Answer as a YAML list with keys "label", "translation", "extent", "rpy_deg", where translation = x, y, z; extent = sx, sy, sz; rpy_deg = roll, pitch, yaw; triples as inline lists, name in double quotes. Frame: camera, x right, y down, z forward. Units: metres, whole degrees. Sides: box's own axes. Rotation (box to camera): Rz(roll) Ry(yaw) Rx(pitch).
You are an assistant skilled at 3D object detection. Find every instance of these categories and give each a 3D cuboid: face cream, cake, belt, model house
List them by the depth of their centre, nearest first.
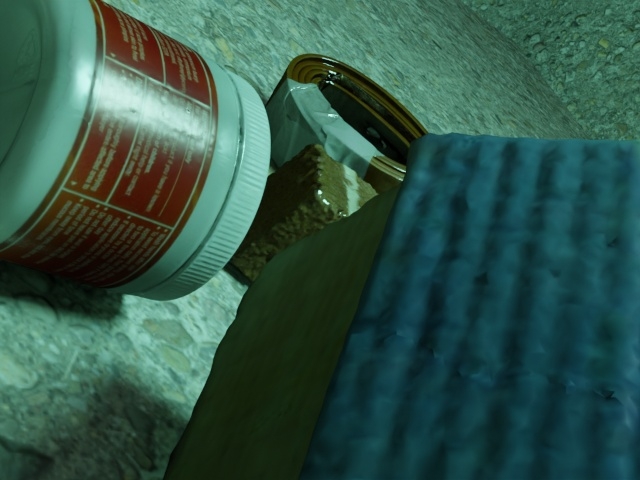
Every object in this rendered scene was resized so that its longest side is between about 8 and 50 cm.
- label: "model house"
  translation: [0.135, 0.175, 0.525]
  extent: [0.382, 0.342, 0.335]
  rpy_deg: [39, 47, -20]
- label: "face cream"
  translation: [-0.170, -0.070, 0.693]
  extent: [0.187, 0.201, 0.201]
  rpy_deg: [22, 33, -43]
- label: "cake"
  translation: [0.000, 0.000, 0.957]
  extent: [0.147, 0.134, 0.135]
  rpy_deg: [45, 22, -24]
- label: "belt"
  translation: [0.039, -0.123, 1.179]
  extent: [0.261, 0.105, 0.184]
  rpy_deg: [45, 38, 14]
